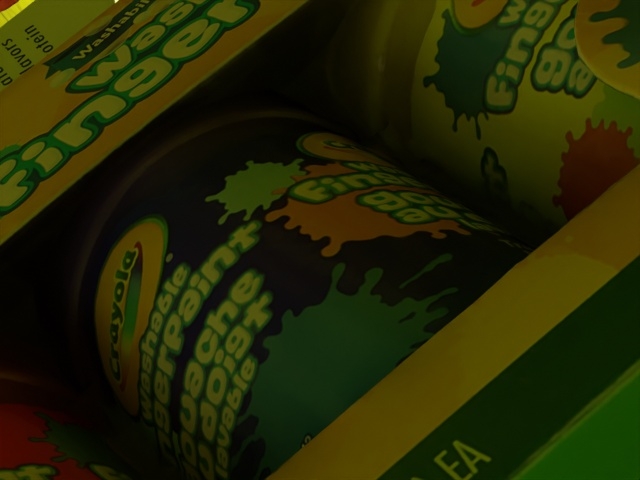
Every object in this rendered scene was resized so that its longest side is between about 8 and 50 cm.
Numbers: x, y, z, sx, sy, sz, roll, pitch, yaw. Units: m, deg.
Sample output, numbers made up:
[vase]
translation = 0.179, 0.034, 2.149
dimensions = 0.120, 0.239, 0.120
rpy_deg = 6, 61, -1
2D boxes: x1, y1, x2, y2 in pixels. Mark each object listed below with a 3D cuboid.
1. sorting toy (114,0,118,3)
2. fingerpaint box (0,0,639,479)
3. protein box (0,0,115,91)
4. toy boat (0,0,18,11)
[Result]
[sorting toy]
translation = -0.056, -0.064, 1.060
dimensions = 0.229, 0.041, 0.307
rpy_deg = 32, -135, -58
[fingerpaint box]
translation = -0.001, 0.042, 0.661
dimensions = 0.371, 0.445, 0.163
rpy_deg = 36, 162, 55
[protein box]
translation = -0.089, -0.088, 1.261
dimensions = 0.200, 0.201, 0.136
rpy_deg = 47, 169, 13
[toy boat]
translation = -0.376, -0.310, 1.832
dimensions = 0.231, 0.151, 0.151
rpy_deg = 49, 170, 3
